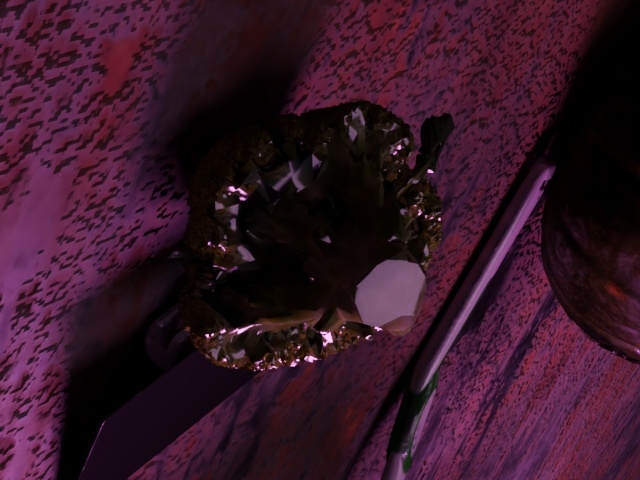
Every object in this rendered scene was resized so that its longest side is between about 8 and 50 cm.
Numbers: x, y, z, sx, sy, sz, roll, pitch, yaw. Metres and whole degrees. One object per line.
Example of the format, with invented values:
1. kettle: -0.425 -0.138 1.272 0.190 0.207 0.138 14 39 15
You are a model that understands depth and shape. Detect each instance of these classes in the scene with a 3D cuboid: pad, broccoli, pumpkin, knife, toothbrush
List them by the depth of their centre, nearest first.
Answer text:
1. broccoli: 0.000 0.000 0.612 0.131 0.120 0.130 7 110 -32
2. knife: -0.026 0.010 0.699 0.162 0.023 0.044 -40 155 -32
3. pad: -0.056 0.069 0.713 0.190 0.004 0.127 -38 165 -39
4. toothbrush: 0.075 0.123 1.045 0.418 0.040 0.042 -61 167 14
5. pumpkin: 0.294 -0.047 1.048 0.320 0.192 0.320 -48 159 -26
